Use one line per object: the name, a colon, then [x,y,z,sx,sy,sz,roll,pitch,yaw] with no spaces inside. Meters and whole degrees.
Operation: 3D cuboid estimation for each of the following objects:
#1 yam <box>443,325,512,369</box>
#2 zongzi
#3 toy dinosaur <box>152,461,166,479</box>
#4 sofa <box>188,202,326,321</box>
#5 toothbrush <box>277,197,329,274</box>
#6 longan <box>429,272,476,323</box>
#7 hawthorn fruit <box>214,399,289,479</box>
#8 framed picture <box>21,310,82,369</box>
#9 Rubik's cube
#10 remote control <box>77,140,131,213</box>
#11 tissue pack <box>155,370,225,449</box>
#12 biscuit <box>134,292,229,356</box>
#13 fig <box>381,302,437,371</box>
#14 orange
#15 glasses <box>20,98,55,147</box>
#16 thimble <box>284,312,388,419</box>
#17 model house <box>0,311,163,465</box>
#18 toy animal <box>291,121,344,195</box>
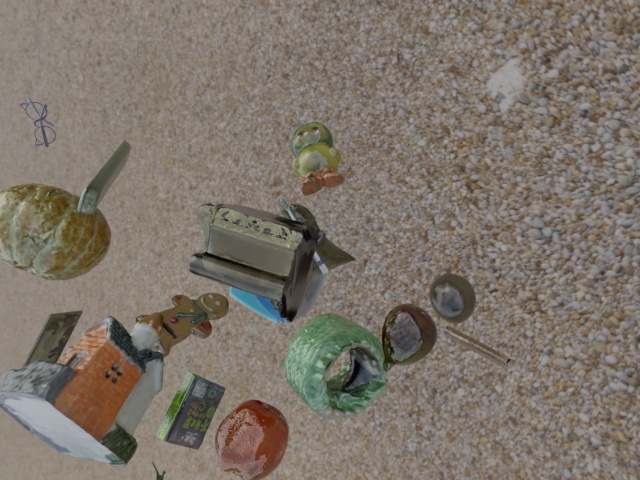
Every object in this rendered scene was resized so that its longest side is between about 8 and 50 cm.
yam: [0.581,0.396,1.619,0.264,0.046,0.046,27,115,37]
zongzi: [0.000,0.000,1.632,0.160,0.360,0.323,55,146,43]
toy dinosaur: [-0.486,0.728,1.308,0.060,0.029,0.119,110,141,-81]
sofa: [-0.121,0.040,0.841,0.200,0.258,0.182,18,96,8]
toothbrush: [-0.054,-0.017,1.344,0.024,0.026,0.288,-36,77,18]
longan: [0.559,0.240,1.837,0.196,0.196,0.220,-39,48,41]
hawthorn fruit: [-0.163,0.477,1.042,0.189,0.189,0.189,9,103,43]
framed picture: [-0.848,0.317,1.372,0.010,0.136,0.201,27,90,10]
Rubik's cube: [-0.185,0.159,2.072,0.352,0.347,0.352,23,101,20]
remote control: [-0.571,-0.176,1.161,0.090,0.038,0.309,-56,22,30]
tissue pack: [-0.461,0.612,1.559,0.073,0.173,0.235,5,63,39]
biscuit: [-0.424,0.240,1.366,0.197,0.301,0.049,41,132,28]
fig: [0.167,0.205,0.888,0.109,0.103,0.154,48,112,31]
orange: [-0.789,-0.019,1.258,0.329,0.329,0.249,-15,50,45]
glasses: [-0.782,-0.336,1.203,0.104,0.062,0.140,2,109,59]
thimble: [0.040,0.280,0.961,0.150,0.219,0.219,20,112,56]
model house: [-0.451,0.272,0.911,0.190,0.301,0.271,-3,129,29]
toy animal: [-0.018,-0.351,1.872,0.216,0.191,0.338,-16,63,4]
